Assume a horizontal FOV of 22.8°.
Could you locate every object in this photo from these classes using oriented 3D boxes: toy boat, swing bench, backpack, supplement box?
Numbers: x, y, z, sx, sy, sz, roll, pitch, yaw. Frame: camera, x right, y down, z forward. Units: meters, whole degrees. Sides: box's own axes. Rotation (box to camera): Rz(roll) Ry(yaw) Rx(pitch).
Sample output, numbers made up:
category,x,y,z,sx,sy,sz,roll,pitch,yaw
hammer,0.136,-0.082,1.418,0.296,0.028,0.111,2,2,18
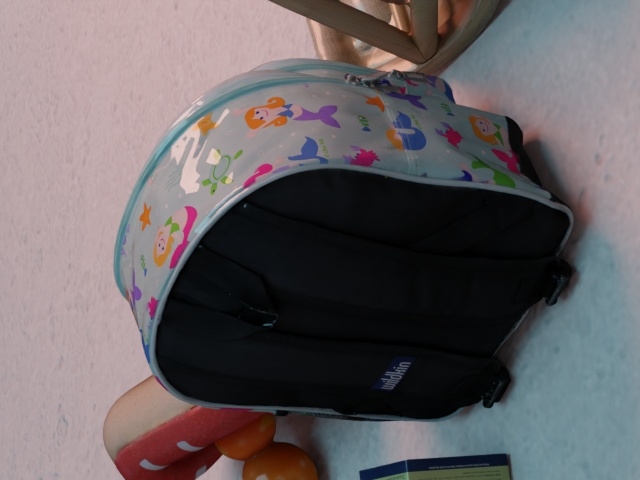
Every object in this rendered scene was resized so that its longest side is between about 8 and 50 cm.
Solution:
category,x,y,z,sx,sy,sz,roll,pitch,yaw
toy boat,-0.058,0.146,1.212,0.151,0.151,0.231,57,141,0
swing bench,0.007,-0.262,1.059,0.165,0.254,0.253,-22,65,15
backpack,0.000,0.000,1.001,0.191,0.253,0.225,60,136,39
supplement box,0.078,0.184,1.023,0.056,0.083,0.083,-25,68,55
